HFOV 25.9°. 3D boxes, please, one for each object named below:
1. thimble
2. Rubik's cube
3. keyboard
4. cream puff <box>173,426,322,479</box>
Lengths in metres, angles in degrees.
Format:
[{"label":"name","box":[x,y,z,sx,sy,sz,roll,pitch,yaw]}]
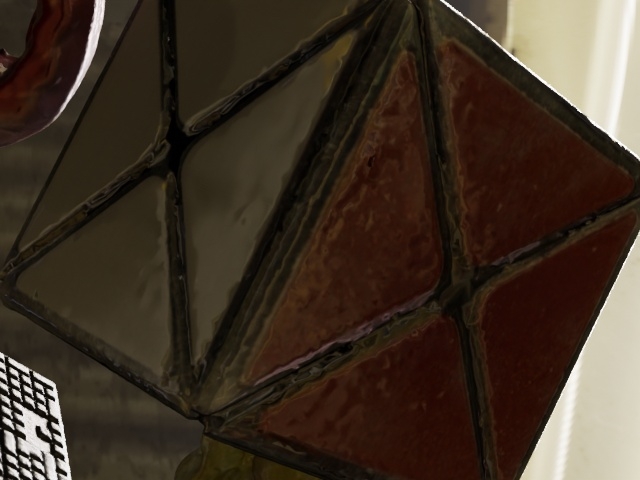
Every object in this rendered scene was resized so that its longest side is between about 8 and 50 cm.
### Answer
[{"label":"thimble","box":[-0.222,-0.155,0.893,0.163,0.125,0.189,13,-77,-6]},{"label":"Rubik's cube","box":[0.002,-0.002,0.838,0.259,0.260,0.255,30,-93,-38]},{"label":"keyboard","box":[-0.225,0.191,1.055,0.018,0.310,0.101,-44,-54,15]},{"label":"cream puff","box":[0.010,0.290,1.190,0.291,0.257,0.324,37,-92,-33]}]
